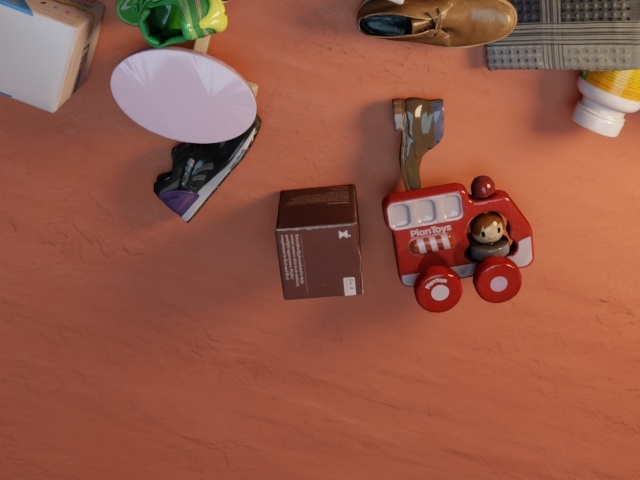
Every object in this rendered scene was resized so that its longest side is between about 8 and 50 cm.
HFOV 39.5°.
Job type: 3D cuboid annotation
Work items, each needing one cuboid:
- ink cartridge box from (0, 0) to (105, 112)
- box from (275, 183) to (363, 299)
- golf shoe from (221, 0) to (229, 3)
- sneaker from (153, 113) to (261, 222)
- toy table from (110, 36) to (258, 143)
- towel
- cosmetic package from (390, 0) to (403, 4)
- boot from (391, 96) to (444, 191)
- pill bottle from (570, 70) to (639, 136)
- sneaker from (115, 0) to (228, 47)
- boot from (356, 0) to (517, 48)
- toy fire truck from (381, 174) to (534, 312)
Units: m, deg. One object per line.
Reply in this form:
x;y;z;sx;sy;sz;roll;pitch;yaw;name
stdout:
-0.527;-0.373;1.667;0.171;0.233;0.168;19;113;-9;ink cartridge box
0.000;0.000;1.865;0.166;0.203;0.169;-4;116;3;box
-0.226;-0.570;1.654;0.120;0.105;0.273;-21;122;-6;golf shoe
-0.242;-0.170;1.841;0.124;0.107;0.283;39;111;-11;sneaker
-0.256;-0.305;1.739;0.274;0.161;0.252;24;114;-12;toy table
0.449;-0.463;1.638;0.324;0.056;0.312;9;119;35;towel
0.071;-0.578;1.612;0.224;0.138;0.224;14;116;-8;cosmetic package
0.212;-0.191;1.836;0.106;0.082;0.219;-8;114;7;boot
0.584;-0.333;1.730;0.136;0.136;0.246;16;115;-8;pill bottle
-0.299;-0.424;1.636;0.123;0.295;0.110;-36;126;-32;sneaker
0.218;-0.408;1.683;0.305;0.115;0.112;3;116;9;boot
0.294;-0.006;1.873;0.302;0.169;0.254;-10;119;4;toy fire truck
